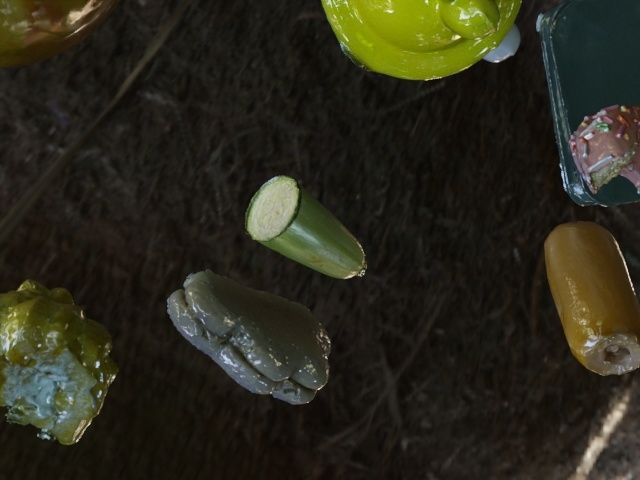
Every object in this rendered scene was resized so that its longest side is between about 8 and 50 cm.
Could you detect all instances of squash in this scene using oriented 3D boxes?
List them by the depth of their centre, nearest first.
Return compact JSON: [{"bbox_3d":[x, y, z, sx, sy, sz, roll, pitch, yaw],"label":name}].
[{"bbox_3d":[0.000,0.000,1.637,0.094,0.094,0.224,-22,145,28],"label":"squash"}]

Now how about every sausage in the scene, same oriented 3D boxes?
[{"bbox_3d":[0.447,0.070,2.071,0.134,0.354,0.116,-7,129,1],"label":"sausage"}]

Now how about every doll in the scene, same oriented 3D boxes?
[{"bbox_3d":[0.047,-0.141,0.625,0.099,0.241,0.135,-13,109,4],"label":"doll"}]

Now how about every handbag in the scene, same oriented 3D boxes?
[{"bbox_3d":[0.395,-0.173,1.446,0.260,0.079,0.247,-9,87,-5],"label":"handbag"}]

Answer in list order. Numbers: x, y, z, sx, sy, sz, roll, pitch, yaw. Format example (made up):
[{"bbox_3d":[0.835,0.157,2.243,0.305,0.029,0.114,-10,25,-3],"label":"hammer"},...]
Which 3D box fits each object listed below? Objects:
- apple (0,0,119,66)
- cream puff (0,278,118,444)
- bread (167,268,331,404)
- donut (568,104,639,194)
[{"bbox_3d":[-0.352,-0.350,1.240,0.400,0.400,0.333,13,132,9],"label":"apple"},{"bbox_3d":[-0.360,0.137,1.616,0.195,0.194,0.221,-31,128,32],"label":"cream puff"},{"bbox_3d":[-0.083,0.157,1.900,0.102,0.183,0.337,-49,145,12],"label":"bread"},{"bbox_3d":[0.317,-0.089,1.259,0.166,0.117,0.065,14,136,-37],"label":"donut"}]
